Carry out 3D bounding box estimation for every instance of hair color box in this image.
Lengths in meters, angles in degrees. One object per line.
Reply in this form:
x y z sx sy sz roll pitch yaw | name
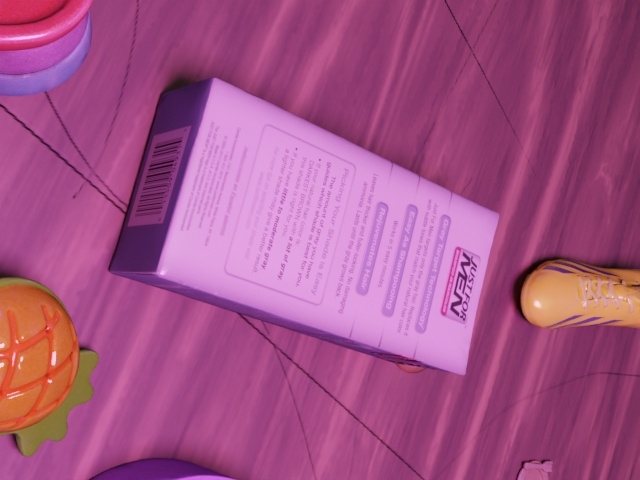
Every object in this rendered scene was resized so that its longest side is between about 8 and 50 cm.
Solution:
0.000 0.000 0.914 0.375 0.114 0.185 22 77 -33 | hair color box

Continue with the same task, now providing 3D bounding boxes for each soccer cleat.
0.384 0.074 1.215 0.289 0.121 0.093 4 88 -38 | soccer cleat

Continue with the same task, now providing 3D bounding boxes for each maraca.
-0.246 0.105 0.743 0.127 0.099 0.185 -55 146 -22 | maraca

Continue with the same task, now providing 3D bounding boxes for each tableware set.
0.297 0.381 1.209 0.141 0.020 0.168 31 71 -34 | tableware set

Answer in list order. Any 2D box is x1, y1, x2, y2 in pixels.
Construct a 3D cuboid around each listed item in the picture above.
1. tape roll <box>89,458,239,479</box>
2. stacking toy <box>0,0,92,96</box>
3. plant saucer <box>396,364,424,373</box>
-0.143 0.343 0.823 0.275 0.090 0.274 0 90 -39 | tape roll
-0.341 -0.153 0.694 0.280 0.130 0.308 32 65 -6 | stacking toy
0.116 0.116 1.073 0.083 0.015 0.083 0 90 -38 | plant saucer
